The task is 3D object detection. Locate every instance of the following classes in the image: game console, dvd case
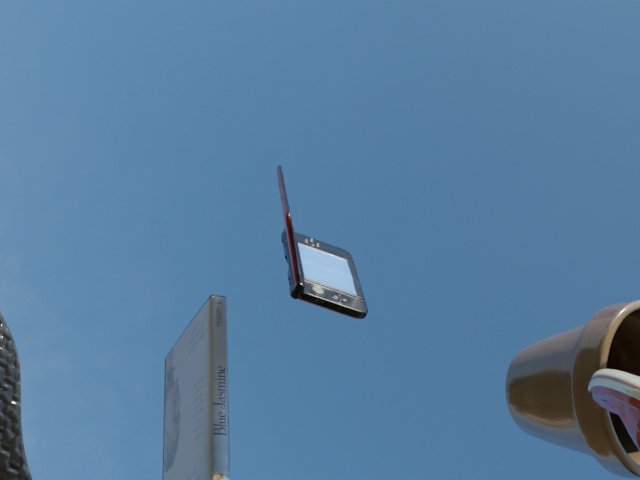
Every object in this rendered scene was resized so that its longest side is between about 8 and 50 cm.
[{"bbox_3d":[0.000,0.000,0.942,0.124,0.144,0.085,20,-67,-15],"label":"game console"},{"bbox_3d":[-0.140,0.210,0.984,0.180,0.022,0.253,131,-38,-49],"label":"dvd case"}]

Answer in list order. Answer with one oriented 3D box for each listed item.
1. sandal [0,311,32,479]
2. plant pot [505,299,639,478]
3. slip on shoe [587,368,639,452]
[{"bbox_3d":[-0.168,0.104,0.421,0.040,0.067,0.179,-24,-98,53],"label":"sandal"},{"bbox_3d":[0.419,0.231,1.395,0.229,0.263,0.263,-11,-85,51],"label":"plant pot"},{"bbox_3d":[0.364,0.215,0.901,0.123,0.331,0.101,26,-84,-18],"label":"slip on shoe"}]
